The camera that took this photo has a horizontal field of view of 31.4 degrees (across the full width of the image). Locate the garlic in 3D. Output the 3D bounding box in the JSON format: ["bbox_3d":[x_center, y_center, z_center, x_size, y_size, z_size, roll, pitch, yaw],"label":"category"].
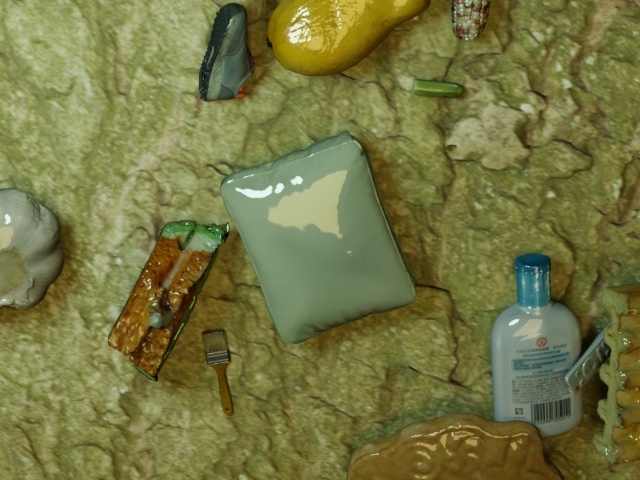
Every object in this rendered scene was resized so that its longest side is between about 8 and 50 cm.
[{"bbox_3d":[-0.522,0.009,1.829,0.228,0.152,0.227,-14,124,-22],"label":"garlic"}]

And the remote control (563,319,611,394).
[{"bbox_3d":[0.488,0.193,2.008,0.184,0.027,0.050,-45,126,-19],"label":"remote control"}]

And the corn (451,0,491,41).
[{"bbox_3d":[0.242,-0.431,1.775,0.080,0.079,0.237,1,114,-5],"label":"corn"}]

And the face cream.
[{"bbox_3d":[0.379,0.187,2.007,0.163,0.080,0.336,-8,111,-3],"label":"face cream"}]

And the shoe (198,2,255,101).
[{"bbox_3d":[-0.134,-0.290,1.770,0.077,0.074,0.194,6,141,-18],"label":"shoe"}]

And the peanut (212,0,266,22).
[{"bbox_3d":[-0.146,-0.409,1.749,0.080,0.080,0.174,-30,106,6],"label":"peanut"}]

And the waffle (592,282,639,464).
[{"bbox_3d":[0.633,0.221,2.012,0.304,0.077,0.348,-7,111,-19],"label":"waffle"}]

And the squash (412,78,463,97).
[{"bbox_3d":[0.193,-0.247,1.860,0.083,0.027,0.027,4,110,-5],"label":"squash"}]

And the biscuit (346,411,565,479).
[{"bbox_3d":[0.256,0.474,2.071,0.385,0.062,0.365,-15,117,12],"label":"biscuit"}]

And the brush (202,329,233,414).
[{"bbox_3d":[-0.176,0.235,2.015,0.043,0.014,0.169,-8,111,0],"label":"brush"}]

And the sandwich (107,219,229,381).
[{"bbox_3d":[-0.268,0.105,1.870,0.109,0.212,0.292,27,120,2],"label":"sandwich"}]

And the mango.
[{"bbox_3d":[0.039,-0.351,1.770,0.262,0.109,0.157,-25,101,-1],"label":"mango"}]

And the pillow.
[{"bbox_3d":[0.000,0.000,1.886,0.255,0.120,0.322,-20,113,5],"label":"pillow"}]
